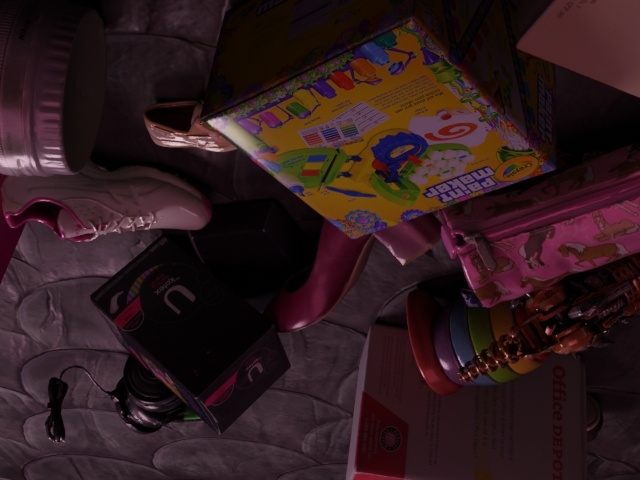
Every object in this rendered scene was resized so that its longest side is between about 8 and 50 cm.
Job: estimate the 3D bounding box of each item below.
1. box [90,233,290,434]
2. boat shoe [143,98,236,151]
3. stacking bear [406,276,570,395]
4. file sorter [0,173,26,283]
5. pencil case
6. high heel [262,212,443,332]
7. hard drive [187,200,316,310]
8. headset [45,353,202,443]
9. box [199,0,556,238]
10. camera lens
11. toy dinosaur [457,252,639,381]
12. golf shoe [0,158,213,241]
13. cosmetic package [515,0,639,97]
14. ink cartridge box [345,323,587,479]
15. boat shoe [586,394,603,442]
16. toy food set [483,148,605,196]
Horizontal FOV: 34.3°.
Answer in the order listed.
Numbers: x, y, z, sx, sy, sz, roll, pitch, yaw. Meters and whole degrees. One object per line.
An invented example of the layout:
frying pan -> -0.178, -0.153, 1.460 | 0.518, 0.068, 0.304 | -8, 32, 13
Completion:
box -> -0.204, 0.144, 1.634 | 0.270, 0.165, 0.143 | 36, 159, 29
boat shoe -> -0.155, -0.156, 1.364 | 0.170, 0.063, 0.059 | -2, 152, 17
stacking bear -> 0.303, 0.136, 1.635 | 0.289, 0.164, 0.175 | -21, 138, 31
file sorter -> -0.563, -0.048, 1.504 | 0.182, 0.202, 0.290 | 12, 147, 0
pencil case -> 0.348, -0.037, 1.308 | 0.386, 0.167, 0.160 | -19, 117, 22
high heel -> 0.000, 0.000, 1.518 | 0.181, 0.127, 0.377 | 47, 126, -10
hard drive -> -0.099, 0.034, 1.653 | 0.172, 0.054, 0.254 | -5, 145, 20
headset -> -0.328, 0.313, 2.016 | 0.394, 0.185, 0.243 | 6, 149, -18
box -> 0.073, -0.173, 1.180 | 0.290, 0.177, 0.279 | -19, 138, 35
camera lens -> -0.411, -0.193, 1.221 | 0.274, 0.219, 0.219 | 8, 147, 1
toy dinosaur -> 0.332, 0.087, 1.413 | 0.322, 0.164, 0.218 | -12, 179, 8
golf shoe -> -0.312, -0.045, 1.503 | 0.306, 0.140, 0.115 | 13, 146, -10
cosmetic package -> 0.376, -0.232, 1.081 | 0.310, 0.113, 0.160 | 18, 146, -13
ink cartridge box -> 0.252, 0.326, 1.812 | 0.385, 0.279, 0.160 | 9, 148, -1
boat shoe -> 0.371, 0.360, 1.996 | 0.335, 0.112, 0.095 | -4, 141, 13
toy food set -> 0.275, -0.090, 1.399 | 0.192, 0.038, 0.132 | -6, 151, 2
